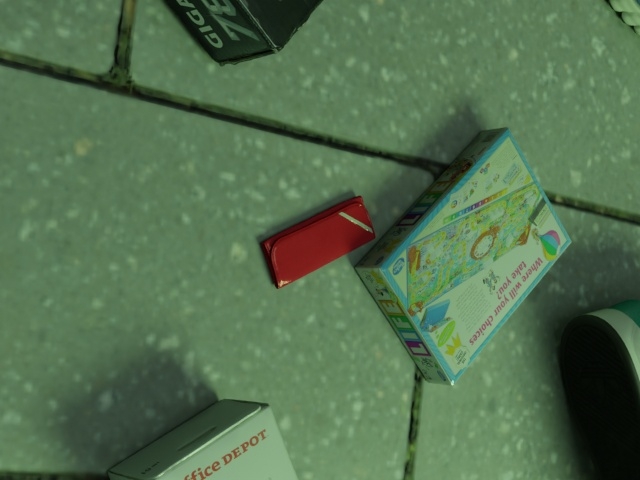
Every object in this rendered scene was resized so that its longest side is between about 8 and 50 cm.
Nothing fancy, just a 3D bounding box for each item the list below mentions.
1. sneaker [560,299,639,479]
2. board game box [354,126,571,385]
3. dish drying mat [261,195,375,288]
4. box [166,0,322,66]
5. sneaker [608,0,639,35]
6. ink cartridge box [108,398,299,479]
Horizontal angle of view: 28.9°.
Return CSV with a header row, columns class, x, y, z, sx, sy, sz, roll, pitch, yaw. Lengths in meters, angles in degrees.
class,x,y,z,sx,sy,sz,roll,pitch,yaw
sneaker,0.296,0.173,0.942,0.178,0.124,0.296,-18,98,-26
board game box,0.102,0.009,0.851,0.154,0.026,0.103,-45,114,-29
dish drying mat,0.000,0.000,0.786,0.083,0.008,0.032,-27,106,-35
box,-0.046,-0.307,0.719,0.295,0.073,0.293,50,63,-26
sneaker,0.362,-0.157,0.978,0.330,0.147,0.130,36,68,-32
ink cartridge box,-0.055,0.164,0.713,0.088,0.052,0.122,-29,107,-34
